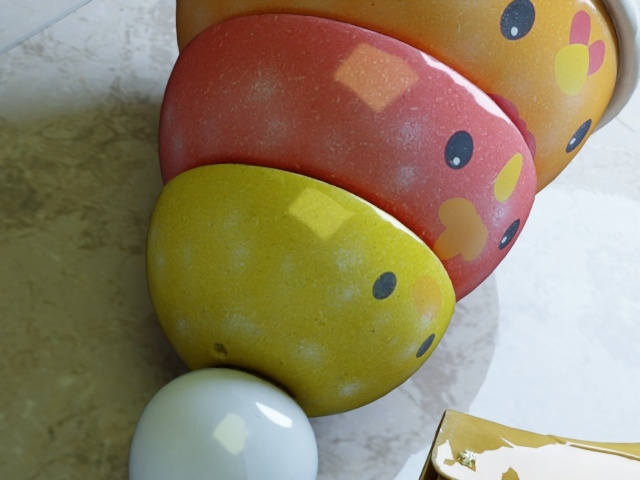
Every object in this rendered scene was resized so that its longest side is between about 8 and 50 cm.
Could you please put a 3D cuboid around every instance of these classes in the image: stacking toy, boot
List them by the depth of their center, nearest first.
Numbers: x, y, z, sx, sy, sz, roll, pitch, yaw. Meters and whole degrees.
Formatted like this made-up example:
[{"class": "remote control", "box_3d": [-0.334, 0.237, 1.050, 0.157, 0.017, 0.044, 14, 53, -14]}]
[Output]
[{"class": "boot", "box_3d": [0.181, 0.155, 1.162, 0.211, 0.104, 0.295, 27, 50, 6]}, {"class": "stacking toy", "box_3d": [0.000, 0.000, 1.168, 0.350, 0.350, 0.480, 20, 64, 0]}]
